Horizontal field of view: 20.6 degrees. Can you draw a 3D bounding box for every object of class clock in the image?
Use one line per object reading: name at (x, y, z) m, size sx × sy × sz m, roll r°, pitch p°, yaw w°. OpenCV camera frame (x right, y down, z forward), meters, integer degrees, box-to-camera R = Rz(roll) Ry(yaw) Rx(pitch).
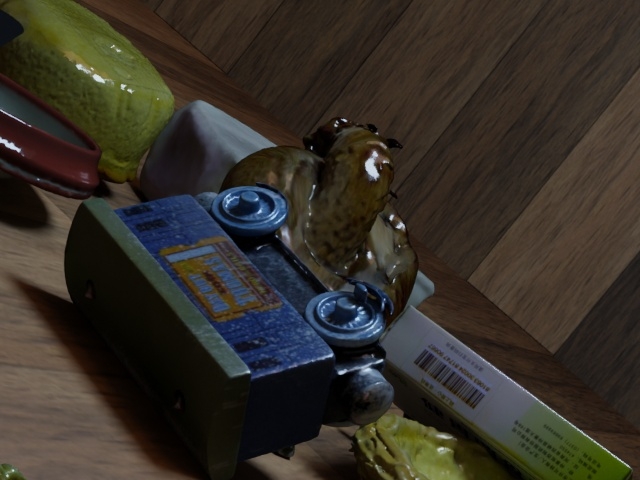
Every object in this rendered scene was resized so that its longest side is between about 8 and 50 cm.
clock at (-0.356, -0.129, 1.711) m, size 0.318 × 0.080 × 0.318 m, roll 32°, pitch 4°, yaw -3°

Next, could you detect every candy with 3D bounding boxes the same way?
candy at (-0.043, -0.009, 2.202) m, size 0.358 × 0.145 × 0.208 m, roll 33°, pitch 11°, yaw -33°

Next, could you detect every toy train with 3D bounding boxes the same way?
toy train at (-0.076, 0.067, 1.496) m, size 0.202 × 0.131 × 0.299 m, roll -14°, pitch 40°, yaw -30°

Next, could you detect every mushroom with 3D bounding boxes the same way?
mushroom at (-0.003, -0.003, 1.977) m, size 0.263 × 0.283 × 0.195 m, roll 39°, pitch -26°, yaw -18°

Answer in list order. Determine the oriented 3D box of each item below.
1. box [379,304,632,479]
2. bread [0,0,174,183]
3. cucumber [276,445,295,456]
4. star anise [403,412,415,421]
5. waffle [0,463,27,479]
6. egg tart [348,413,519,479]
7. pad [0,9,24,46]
box at (0.173, 0.182, 1.658) m, size 0.260 × 0.062 × 0.175 m, roll 37°, pitch -12°, yaw 21°
bread at (-0.300, -0.182, 2.025) m, size 0.270 × 0.148 × 0.270 m, roll 36°, pitch 12°, yaw -9°
cucumber at (-0.051, 0.156, 1.631) m, size 0.067 × 0.035 × 0.107 m, roll 32°, pitch 12°, yaw -47°
star anise at (0.137, 0.241, 1.796) m, size 0.209 × 0.089 × 0.231 m, roll 14°, pitch 22°, yaw -42°
waffle at (-0.163, 0.179, 0.999) m, size 0.183 × 0.036 × 0.169 m, roll 40°, pitch 5°, yaw -4°
egg tart at (0.131, 0.271, 1.492) m, size 0.294 × 0.123 × 0.294 m, roll 35°, pitch 10°, yaw -7°
pad at (-0.423, -0.263, 1.844) m, size 0.250 × 0.055 × 0.323 m, roll 30°, pitch 4°, yaw 0°
